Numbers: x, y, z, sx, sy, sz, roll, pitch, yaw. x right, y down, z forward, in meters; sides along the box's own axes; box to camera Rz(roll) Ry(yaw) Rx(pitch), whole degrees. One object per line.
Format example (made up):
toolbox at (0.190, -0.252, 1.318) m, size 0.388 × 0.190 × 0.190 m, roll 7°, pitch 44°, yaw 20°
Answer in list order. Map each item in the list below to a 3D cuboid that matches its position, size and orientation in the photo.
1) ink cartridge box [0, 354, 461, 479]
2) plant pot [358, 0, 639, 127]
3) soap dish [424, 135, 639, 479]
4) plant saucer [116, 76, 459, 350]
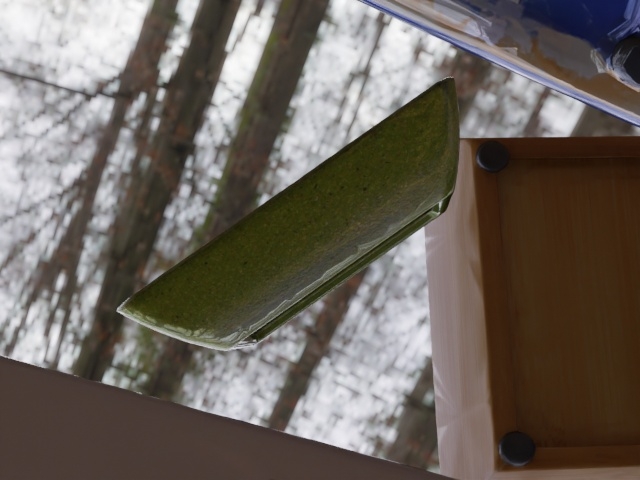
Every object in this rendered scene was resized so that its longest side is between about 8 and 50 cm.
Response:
ink cartridge box at (0.060, 0.216, 0.457) m, size 0.395 × 0.285 × 0.166 m, roll 14°, pitch -128°, yaw 13°
plant pot at (0.106, -0.182, 0.557) m, size 0.236 × 0.236 × 0.212 m, roll 27°, pitch -132°, yaw 17°
soap dish at (0.197, 0.053, 1.154) m, size 0.229 × 0.118 × 0.290 m, roll -1°, pitch -106°, yaw -7°
plant saucer at (0.000, 0.000, 0.809) m, size 0.045 × 0.188 × 0.188 m, roll 55°, pitch -179°, yaw 5°
